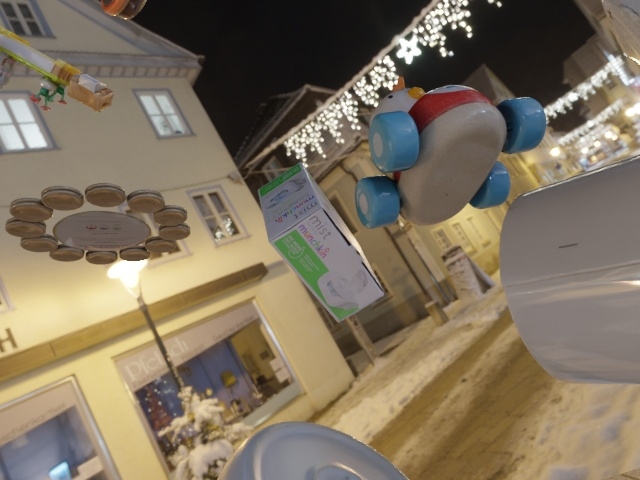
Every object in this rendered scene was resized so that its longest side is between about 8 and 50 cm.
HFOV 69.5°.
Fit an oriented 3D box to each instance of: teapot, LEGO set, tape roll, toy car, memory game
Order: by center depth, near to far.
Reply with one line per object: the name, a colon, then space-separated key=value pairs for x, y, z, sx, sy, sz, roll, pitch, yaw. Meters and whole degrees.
teapot: x=-0.011 y=0.322 z=0.457 sx=0.187 sy=0.256 sz=0.252 roll=-66 pitch=19 yaw=9
memory game: x=-0.239 y=-0.013 z=0.511 sx=0.186 sy=0.012 sz=0.186 roll=-10 pitch=-23 yaw=-4
tape roll: x=0.344 y=0.034 z=0.514 sx=0.246 sy=0.246 sz=0.169 roll=-22 pitch=0 yaw=-38
LEGO set: x=-0.435 y=-0.230 z=0.605 sx=0.287 sy=0.132 sz=0.107 roll=27 pitch=-86 yaw=-39
toy car: x=0.142 y=-0.165 z=0.670 sx=0.219 sy=0.237 sz=0.210 roll=-11 pitch=-36 yaw=-15

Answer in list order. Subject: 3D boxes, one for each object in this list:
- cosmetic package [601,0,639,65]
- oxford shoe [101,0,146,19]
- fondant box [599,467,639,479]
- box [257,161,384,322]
cosmetic package: x=0.383 y=-0.234 z=0.379 sx=0.231 sy=0.085 sz=0.117 roll=-32 pitch=35 yaw=26
oxford shoe: x=-0.261 y=-0.505 z=0.808 sx=0.130 sy=0.363 sz=0.133 roll=-5 pitch=-30 yaw=39
fondant box: x=0.325 y=0.317 z=0.373 sx=0.330 sy=0.238 sz=0.096 roll=-24 pitch=-27 yaw=10
box: x=0.000 y=0.000 z=0.983 sx=0.127 sy=0.262 sz=0.231 roll=-32 pitch=34 yaw=7
